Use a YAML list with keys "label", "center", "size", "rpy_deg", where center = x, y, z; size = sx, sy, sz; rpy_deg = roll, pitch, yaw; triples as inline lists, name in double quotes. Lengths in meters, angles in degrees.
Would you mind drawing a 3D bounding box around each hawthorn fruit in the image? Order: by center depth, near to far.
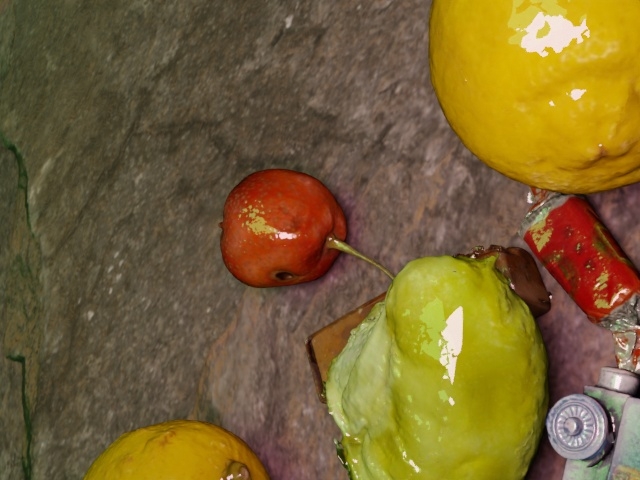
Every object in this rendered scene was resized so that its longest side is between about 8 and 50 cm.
- label: "hawthorn fruit"
  center: [0.000, 0.000, 1.550]
  size: [0.285, 0.165, 0.165]
  rpy_deg: [14, 88, 29]

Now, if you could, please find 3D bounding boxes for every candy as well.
- label: "candy"
  center: [0.298, 0.024, 1.331]
  size: [0.086, 0.059, 0.292]
  rpy_deg: [-44, 55, 22]

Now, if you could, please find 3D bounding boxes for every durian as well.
- label: "durian"
  center: [0.128, 0.177, 1.288]
  size: [0.256, 0.204, 0.339]
  rpy_deg: [42, 124, 12]

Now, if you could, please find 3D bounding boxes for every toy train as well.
- label: "toy train"
  center: [0.317, 0.286, 1.197]
  size: [0.202, 0.131, 0.299]
  rpy_deg: [11, 86, 40]

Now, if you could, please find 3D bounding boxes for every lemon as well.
- label: "lemon"
  center: [0.271, -0.218, 1.243]
  size: [0.348, 0.348, 0.348]
  rpy_deg: [-12, 71, 38]
- label: "lemon"
  center: [-0.194, 0.363, 1.538]
  size: [0.284, 0.260, 0.260]
  rpy_deg: [-17, 67, 17]

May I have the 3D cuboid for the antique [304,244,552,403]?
- label: "antique"
  center: [0.126, 0.103, 1.440]
  size: [0.310, 0.087, 0.093]
  rpy_deg: [-32, 58, 31]
